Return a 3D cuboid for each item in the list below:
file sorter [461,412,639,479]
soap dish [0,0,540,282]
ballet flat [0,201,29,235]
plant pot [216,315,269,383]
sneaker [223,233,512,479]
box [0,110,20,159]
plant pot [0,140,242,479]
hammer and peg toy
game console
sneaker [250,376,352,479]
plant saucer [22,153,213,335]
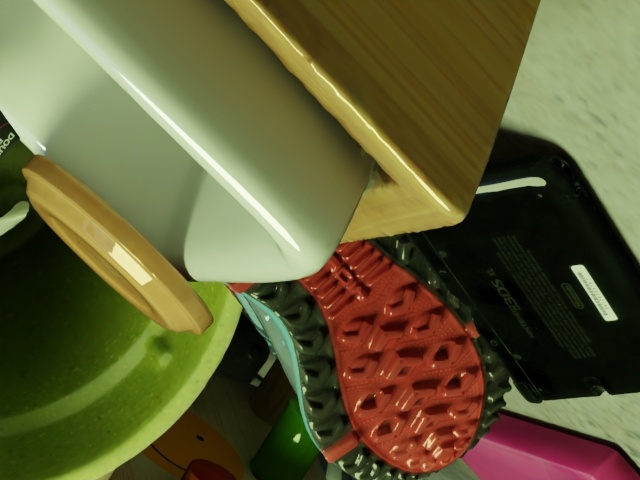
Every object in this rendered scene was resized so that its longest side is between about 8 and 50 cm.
[{"bbox_3d":[0.140,0.259,0.849,0.291,0.182,0.202,47,167,-15],"label":"file sorter"},{"bbox_3d":[-0.080,-0.120,0.456,0.291,0.118,0.229,46,167,-10],"label":"soap dish"},{"bbox_3d":[-0.298,-0.022,1.404,0.182,0.164,0.483,-20,127,36],"label":"ballet flat"},{"bbox_3d":[-0.156,0.093,1.272,0.188,0.187,0.167,49,152,-21],"label":"plant pot"},{"bbox_3d":[0.000,0.000,0.709,0.262,0.104,0.125,57,179,-34],"label":"sneaker"},{"bbox_3d":[-0.144,-0.043,0.487,0.052,0.062,0.083,35,165,27],"label":"box"},{"bbox_3d":[-0.205,-0.024,0.911,0.276,0.276,0.254,50,177,-26],"label":"plant pot"},{"bbox_3d":[-0.091,0.164,0.999,0.266,0.127,0.361,24,-161,-24],"label":"hammer and peg toy"},{"bbox_3d":[0.077,-0.002,0.594,0.107,0.071,0.122,-10,133,37],"label":"game console"},{"bbox_3d":[-0.072,0.243,1.354,0.153,0.282,0.099,38,131,4],"label":"sneaker"},{"bbox_3d":[-0.071,0.004,0.534,0.083,0.013,0.083,41,168,11],"label":"plant saucer"}]
